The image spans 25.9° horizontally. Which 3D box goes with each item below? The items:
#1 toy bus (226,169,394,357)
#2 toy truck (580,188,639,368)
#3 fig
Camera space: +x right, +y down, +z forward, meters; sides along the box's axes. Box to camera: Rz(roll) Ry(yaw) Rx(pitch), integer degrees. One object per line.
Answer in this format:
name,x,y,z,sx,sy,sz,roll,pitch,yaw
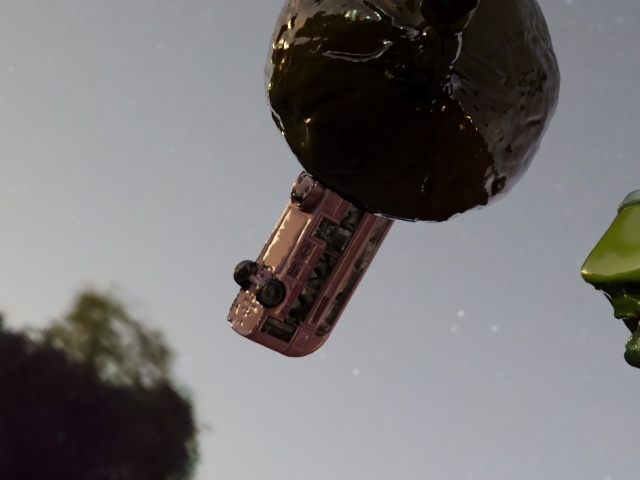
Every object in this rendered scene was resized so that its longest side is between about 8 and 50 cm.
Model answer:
toy bus,0.000,0.000,1.175,0.090,0.203,0.063,27,5,-31
toy truck,0.155,0.036,0.567,0.076,0.077,0.111,-10,-59,55
fig,0.037,-0.111,0.795,0.191,0.190,0.290,33,6,20
